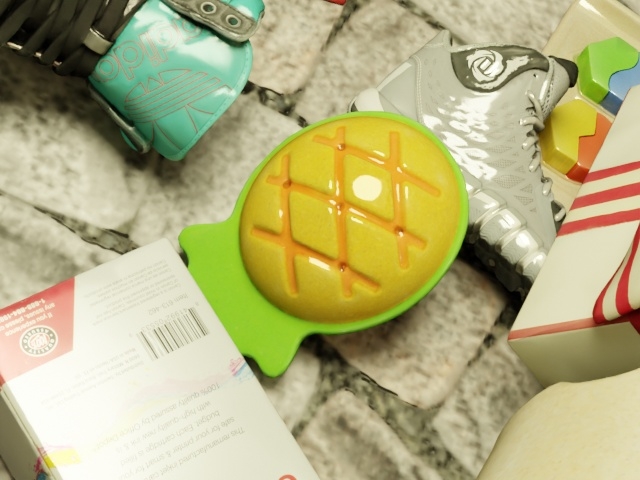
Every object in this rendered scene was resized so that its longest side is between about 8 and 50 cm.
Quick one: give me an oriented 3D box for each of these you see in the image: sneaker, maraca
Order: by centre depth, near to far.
[{"bbox_3d":[-0.132,-0.125,0.846,0.178,0.124,0.295,50,31,8],"label":"sneaker"},{"bbox_3d":[0.000,0.000,0.871,0.186,0.099,0.127,-34,73,0],"label":"maraca"},{"bbox_3d":[0.137,-0.048,0.933,0.229,0.086,0.132,44,84,7],"label":"sneaker"}]

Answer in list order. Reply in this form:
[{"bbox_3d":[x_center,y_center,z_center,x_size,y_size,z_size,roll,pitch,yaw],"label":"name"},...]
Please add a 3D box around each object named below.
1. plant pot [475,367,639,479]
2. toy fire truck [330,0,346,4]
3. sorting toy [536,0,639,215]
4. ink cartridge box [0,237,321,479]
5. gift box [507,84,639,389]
[{"bbox_3d":[0.151,0.239,0.697,0.334,0.334,0.305,31,45,-2],"label":"plant pot"},{"bbox_3d":[-0.044,-0.260,1.028,0.192,0.047,0.135,25,58,-6],"label":"toy fire truck"},{"bbox_3d":[0.226,-0.064,1.028,0.193,0.038,0.208,35,57,0],"label":"sorting toy"},{"bbox_3d":[-0.099,0.106,0.794,0.127,0.072,0.175,-25,74,-30],"label":"ink cartridge box"},{"bbox_3d":[0.295,0.012,0.830,0.258,0.276,0.255,47,48,-22],"label":"gift box"}]
